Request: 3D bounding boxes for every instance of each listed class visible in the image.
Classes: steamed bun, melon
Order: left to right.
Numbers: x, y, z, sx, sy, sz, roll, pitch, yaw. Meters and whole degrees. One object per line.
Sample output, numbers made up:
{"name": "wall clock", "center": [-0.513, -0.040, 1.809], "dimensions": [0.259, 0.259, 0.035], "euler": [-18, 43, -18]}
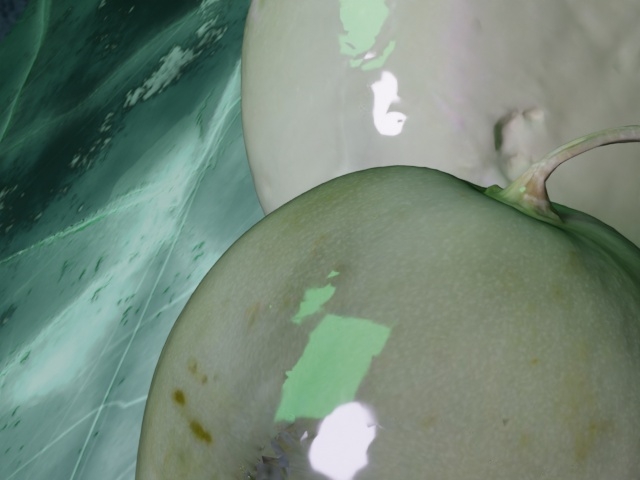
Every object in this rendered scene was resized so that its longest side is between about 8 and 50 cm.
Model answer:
{"name": "melon", "center": [0.045, 0.111, 0.837], "dimensions": [0.272, 0.272, 0.308], "euler": [3, 98, 60]}
{"name": "steamed bun", "center": [0.099, -0.086, 1.068], "dimensions": [0.233, 0.312, 0.334], "euler": [-13, 40, 56]}
